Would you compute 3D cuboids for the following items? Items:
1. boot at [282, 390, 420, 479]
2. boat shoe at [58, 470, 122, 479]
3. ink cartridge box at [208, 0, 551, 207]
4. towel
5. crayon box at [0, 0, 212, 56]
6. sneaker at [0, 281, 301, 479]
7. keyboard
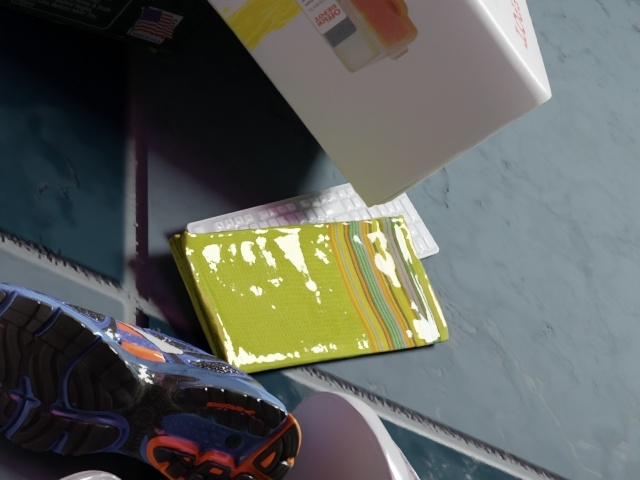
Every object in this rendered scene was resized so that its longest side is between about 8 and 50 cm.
[{"bbox_3d":[0.064,0.212,1.126,0.123,0.095,0.258,9,55,-51],"label":"boot"},{"bbox_3d":[-0.139,0.161,0.963,0.066,0.063,0.184,50,33,7],"label":"boat shoe"},{"bbox_3d":[-0.010,-0.257,1.344,0.385,0.160,0.279,52,17,-25],"label":"ink cartridge box"},{"bbox_3d":[-0.001,0.033,1.285,0.237,0.021,0.102,-5,65,-51],"label":"towel"},{"bbox_3d":[-0.204,-0.296,1.380,0.202,0.081,0.318,13,44,-40],"label":"crayon box"},{"bbox_3d":[-0.121,0.081,1.073,0.221,0.083,0.087,27,9,-19],"label":"sneaker"},{"bbox_3d":[0.000,0.000,1.343,0.072,0.014,0.256,54,34,14],"label":"keyboard"}]
